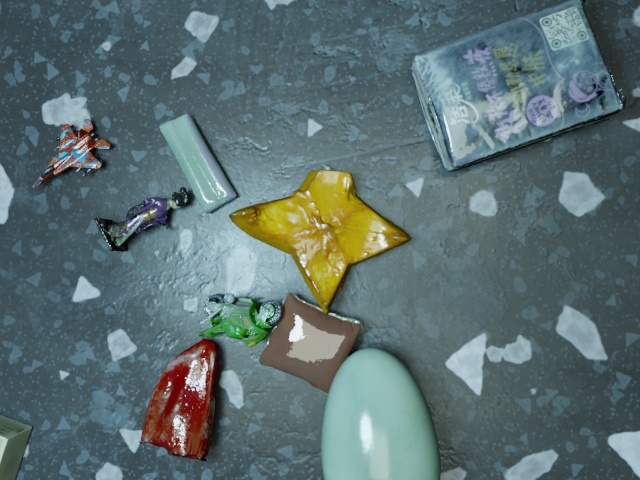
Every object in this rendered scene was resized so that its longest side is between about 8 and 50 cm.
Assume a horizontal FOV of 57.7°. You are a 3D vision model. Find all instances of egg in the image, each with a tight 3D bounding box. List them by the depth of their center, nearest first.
[{"bbox_3d":[0.114,0.397,1.133,0.230,0.230,0.370,-6,81,4],"label":"egg"}]

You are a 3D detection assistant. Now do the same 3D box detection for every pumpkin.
[{"bbox_3d":[0.003,-0.027,1.200,0.258,0.095,0.290,-43,96,-11],"label":"pumpkin"}]

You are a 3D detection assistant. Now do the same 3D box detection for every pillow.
[{"bbox_3d":[-0.021,0.217,1.225,0.179,0.075,0.171,22,90,5],"label":"pillow"}]

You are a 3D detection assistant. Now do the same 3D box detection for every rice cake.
[{"bbox_3d":[-0.270,-0.173,1.276,0.080,0.042,0.221,-30,85,5],"label":"rice cake"}]

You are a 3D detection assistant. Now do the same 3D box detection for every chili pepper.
[{"bbox_3d":[-0.290,0.331,1.239,0.144,0.136,0.252,-2,73,49],"label":"chili pepper"}]

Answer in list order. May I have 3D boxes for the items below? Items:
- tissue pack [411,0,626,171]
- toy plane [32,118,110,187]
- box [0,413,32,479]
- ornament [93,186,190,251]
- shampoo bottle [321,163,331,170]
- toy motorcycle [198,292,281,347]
[{"bbox_3d":[0.392,-0.316,1.191,0.362,0.122,0.259,-20,85,6],"label":"tissue pack"},{"bbox_3d":[-0.562,-0.180,1.292,0.189,0.061,0.130,-41,86,7],"label":"toy plane"},{"bbox_3d":[-0.773,0.461,1.270,0.212,0.095,0.168,18,88,6],"label":"box"},{"bbox_3d":[-0.372,-0.046,1.259,0.203,0.088,0.081,-22,88,2],"label":"ornament"},{"bbox_3d":[-0.016,-0.099,1.256,0.049,0.034,0.141,31,89,3],"label":"shampoo bottle"},{"bbox_3d":[-0.170,0.169,1.227,0.190,0.074,0.106,3,76,25],"label":"toy motorcycle"}]
